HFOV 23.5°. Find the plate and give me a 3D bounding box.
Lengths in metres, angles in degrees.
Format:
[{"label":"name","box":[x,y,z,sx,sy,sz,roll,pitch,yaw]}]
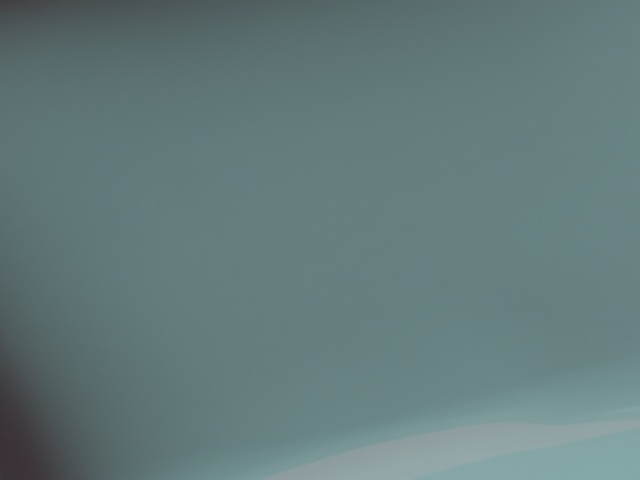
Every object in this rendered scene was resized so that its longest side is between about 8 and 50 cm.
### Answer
[{"label":"plate","box":[0.000,0.000,0.391,0.277,0.045,0.278,-15,138,3]}]
